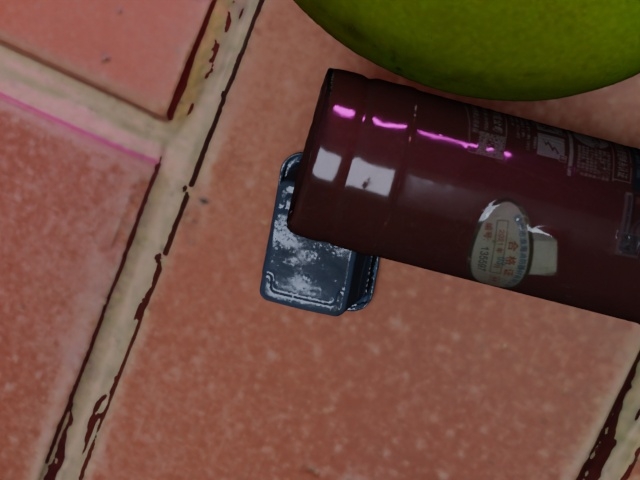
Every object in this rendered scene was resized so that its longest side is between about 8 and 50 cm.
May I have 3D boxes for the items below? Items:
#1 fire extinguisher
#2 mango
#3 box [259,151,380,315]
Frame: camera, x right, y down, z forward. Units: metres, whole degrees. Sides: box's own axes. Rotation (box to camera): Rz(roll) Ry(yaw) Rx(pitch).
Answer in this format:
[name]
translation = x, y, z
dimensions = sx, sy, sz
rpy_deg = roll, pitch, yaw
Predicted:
[fire extinguisher]
translation = 0.158, -0.008, 0.978
dimensions = 0.344, 0.138, 0.102
rpy_deg = 15, 96, -3
[mango]
translation = 0.079, -0.174, 0.961
dimensions = 0.273, 0.149, 0.185
rpy_deg = 39, 108, -4
[box]
translation = 0.000, 0.000, 1.072
dimensions = 0.074, 0.054, 0.099
rpy_deg = 12, 106, 8
